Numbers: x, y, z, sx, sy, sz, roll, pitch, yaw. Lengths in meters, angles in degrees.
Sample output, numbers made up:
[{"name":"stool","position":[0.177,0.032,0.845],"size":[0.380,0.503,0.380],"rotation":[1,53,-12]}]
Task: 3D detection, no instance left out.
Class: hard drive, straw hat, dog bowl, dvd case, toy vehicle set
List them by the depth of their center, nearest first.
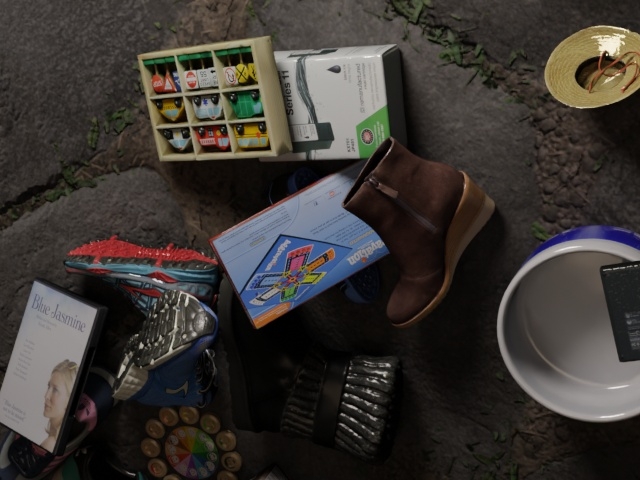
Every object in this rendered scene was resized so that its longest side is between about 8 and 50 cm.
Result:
[{"name":"hard drive","position":[0.432,0.092,1.703],"size":[0.094,0.022,0.135],"rotation":[-9,105,23]},{"name":"straw hat","position":[0.377,-0.214,1.708],"size":[0.144,0.144,0.061],"rotation":[-9,147,22]},{"name":"dog bowl","position":[0.388,0.115,1.799],"size":[0.265,0.104,0.264],"rotation":[7,111,18]},{"name":"toy vehicle set","position":[-0.157,-0.202,1.859],"size":[0.267,0.035,0.166],"rotation":[1,108,46]},{"name":"dvd case","position":[-0.443,0.203,2.086],"size":[0.180,0.022,0.253],"rotation":[19,92,40]}]

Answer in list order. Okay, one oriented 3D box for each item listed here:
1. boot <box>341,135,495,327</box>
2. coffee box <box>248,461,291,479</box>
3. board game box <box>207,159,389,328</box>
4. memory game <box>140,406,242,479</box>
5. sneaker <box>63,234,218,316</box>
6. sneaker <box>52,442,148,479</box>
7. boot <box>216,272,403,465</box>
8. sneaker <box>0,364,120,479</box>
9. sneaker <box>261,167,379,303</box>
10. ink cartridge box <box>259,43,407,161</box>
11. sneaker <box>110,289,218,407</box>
[{"name":"boot","position":[0.109,-0.009,1.820],"size":[0.207,0.090,0.248],"rotation":[26,105,-27]},{"name":"coffee box","position":[-0.133,0.474,2.031],"size":[0.141,0.246,0.098],"rotation":[-38,91,26]},{"name":"board game box","position":[-0.007,-0.003,1.844],"size":[0.281,0.027,0.145],"rotation":[-29,98,-16]},{"name":"memory game","position":[-0.218,0.358,2.153],"size":[0.186,0.012,0.186],"rotation":[6,111,18]},{"name":"sneaker","position":[-0.289,0.071,2.029],"size":[0.262,0.104,0.125],"rotation":[7,113,18]},{"name":"sneaker","position":[-0.322,0.474,2.177],"size":[0.302,0.108,0.121],"rotation":[45,121,2]},{"name":"boot","position":[-0.006,0.168,1.940],"size":[0.260,0.131,0.348],"rotation":[9,122,24]},{"name":"sneaker","position":[-0.472,0.334,2.169],"size":[0.112,0.131,0.319],"rotation":[44,117,0]},{"name":"sneaker","position":[0.000,0.000,1.920],"size":[0.090,0.081,0.232],"rotation":[-21,104,44]},{"name":"ink cartridge box","position":[0.009,-0.195,1.836],"size":[0.208,0.087,0.153],"rotation":[-1,108,21]},{"name":"sneaker","position":[-0.213,0.179,1.991],"size":[0.147,0.129,0.330],"rotation":[20,152,-15]}]
